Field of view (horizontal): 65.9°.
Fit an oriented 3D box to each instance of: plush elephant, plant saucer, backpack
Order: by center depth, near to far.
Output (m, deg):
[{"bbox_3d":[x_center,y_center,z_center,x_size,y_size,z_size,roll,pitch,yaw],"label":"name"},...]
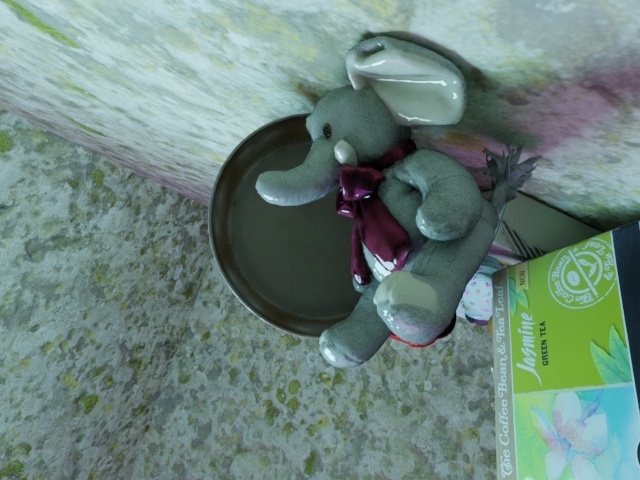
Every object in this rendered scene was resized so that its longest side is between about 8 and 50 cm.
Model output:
[{"bbox_3d":[0.060,-0.061,0.546,0.255,0.330,0.272,41,163,3],"label":"plush elephant"},{"bbox_3d":[0.003,-0.022,0.681,0.310,0.311,0.050,20,165,-11],"label":"plant saucer"},{"bbox_3d":[0.407,0.121,1.198,0.151,0.115,0.182,-7,123,24],"label":"backpack"}]

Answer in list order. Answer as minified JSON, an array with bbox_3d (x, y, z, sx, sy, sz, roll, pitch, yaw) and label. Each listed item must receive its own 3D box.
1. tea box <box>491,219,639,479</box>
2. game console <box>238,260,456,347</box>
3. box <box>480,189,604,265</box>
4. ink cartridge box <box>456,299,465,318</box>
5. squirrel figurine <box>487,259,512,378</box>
[{"bbox_3d":[0.421,0.177,0.643,0.219,0.329,0.323,21,150,-24],"label":"tea box"},{"bbox_3d":[0.045,-0.018,0.821,0.386,0.342,0.060,21,138,-10],"label":"game console"},{"bbox_3d":[0.379,0.006,0.832,0.274,0.094,0.113,20,175,-16],"label":"box"},{"bbox_3d":[0.414,0.145,1.361,0.223,0.045,0.224,20,148,-1],"label":"ink cartridge box"},{"bbox_3d":[0.529,0.225,0.984,0.396,0.371,0.281,9,169,45],"label":"squirrel figurine"}]
